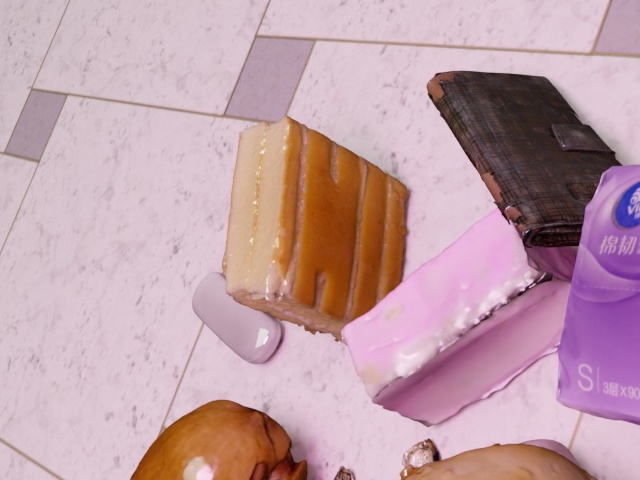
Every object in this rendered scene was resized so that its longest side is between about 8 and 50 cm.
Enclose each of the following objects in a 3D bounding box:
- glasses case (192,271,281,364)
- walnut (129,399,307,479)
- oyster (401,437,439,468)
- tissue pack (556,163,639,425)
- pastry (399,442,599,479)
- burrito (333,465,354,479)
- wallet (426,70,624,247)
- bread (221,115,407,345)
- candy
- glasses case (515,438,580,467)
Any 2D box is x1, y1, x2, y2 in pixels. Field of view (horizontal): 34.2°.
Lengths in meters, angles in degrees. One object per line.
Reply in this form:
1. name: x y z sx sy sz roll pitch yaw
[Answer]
1. glasses case: -0.125 0.111 1.514 0.193 0.049 0.074 35 95 45
2. walnut: -0.159 0.352 1.326 0.336 0.209 0.209 -49 46 11
3. oyster: 0.120 0.276 1.236 0.054 0.019 0.083 -2 71 43
4. tissue pack: 0.372 0.054 0.848 0.338 0.160 0.242 0 78 61
5. pastry: 0.154 0.350 0.977 0.315 0.284 0.184 -50 21 14
6. burrito: 0.006 0.354 1.284 0.149 0.041 0.055 -61 31 1
7. wallet: 0.244 -0.102 1.175 0.317 0.169 0.044 -112 24 -50
8. bread: 0.000 0.000 1.326 0.111 0.239 0.246 -16 59 43
9. candy: 0.170 0.094 1.181 0.265 0.156 0.115 -41 50 21
10. glasses case: 0.151 0.313 1.123 0.297 0.113 0.075 -43 50 18
